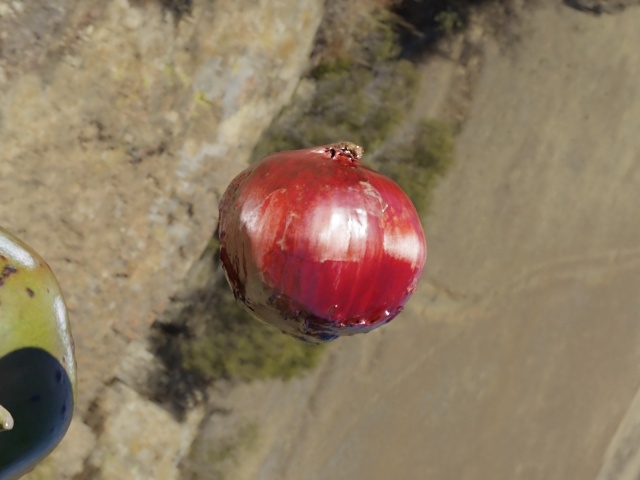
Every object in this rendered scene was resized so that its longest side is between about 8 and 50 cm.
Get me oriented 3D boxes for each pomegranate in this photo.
[{"bbox_3d":[-0.345,0.126,1.014,0.323,0.291,0.291,-106,-153,-57],"label":"pomegranate"}]

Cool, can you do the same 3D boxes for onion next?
[{"bbox_3d":[0.000,0.000,0.715,0.131,0.131,0.131,-46,153,-33],"label":"onion"}]
